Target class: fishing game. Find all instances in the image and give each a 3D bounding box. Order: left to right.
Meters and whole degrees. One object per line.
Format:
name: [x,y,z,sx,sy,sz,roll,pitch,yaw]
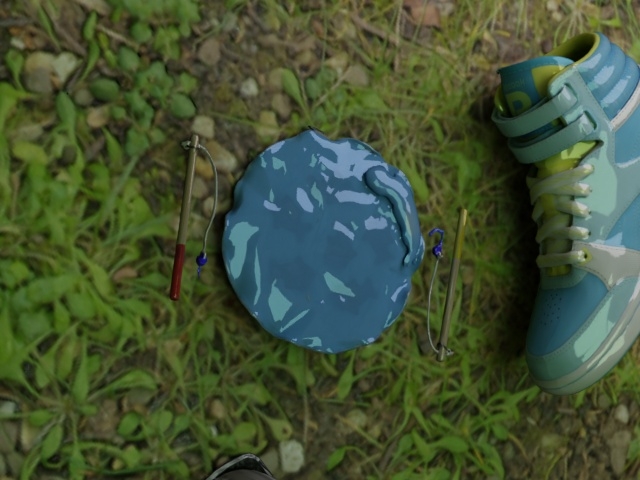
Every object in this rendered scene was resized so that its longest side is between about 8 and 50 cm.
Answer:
fishing game: [0.000,0.000,1.201,0.264,0.041,0.189,10,79,-23]

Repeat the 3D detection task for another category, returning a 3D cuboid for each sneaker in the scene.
sneaker: [0.208,-0.040,1.268,0.208,0.127,0.319,36,65,-27]

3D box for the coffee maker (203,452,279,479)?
coffee maker: [-0.004,0.253,1.124,0.171,0.178,0.120,30,78,-26]
